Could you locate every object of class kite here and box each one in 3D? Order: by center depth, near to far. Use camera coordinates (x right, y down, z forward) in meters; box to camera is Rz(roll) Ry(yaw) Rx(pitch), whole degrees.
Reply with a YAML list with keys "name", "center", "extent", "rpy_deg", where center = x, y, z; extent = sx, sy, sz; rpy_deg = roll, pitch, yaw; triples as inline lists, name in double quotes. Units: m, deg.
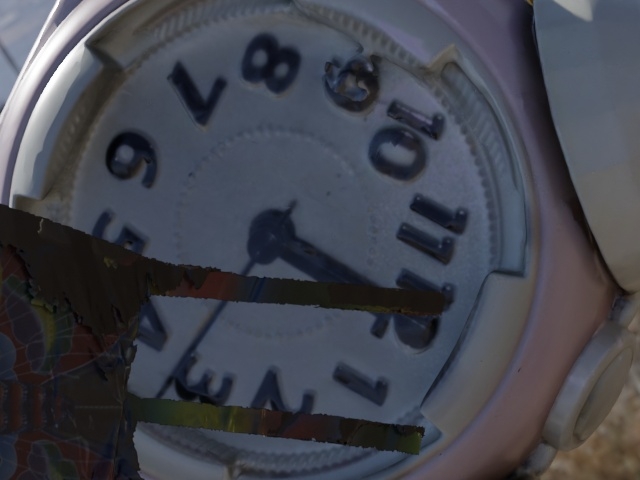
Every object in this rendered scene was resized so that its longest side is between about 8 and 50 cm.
- name: "kite"
  center: [-0.056, 0.054, 0.639]
  extent: [0.285, 0.152, 0.015]
  rpy_deg: [5, -10, -42]

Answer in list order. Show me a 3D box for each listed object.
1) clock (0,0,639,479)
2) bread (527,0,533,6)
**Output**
- name: "clock"
  center: [0.000, 0.000, 0.919]
  extent: [0.342, 0.326, 0.184]
  rpy_deg: [-66, -19, 14]
- name: "bread"
  center: [0.188, -0.225, 1.246]
  extent: [0.244, 0.134, 0.244]
  rpy_deg: [-167, 90, -78]
